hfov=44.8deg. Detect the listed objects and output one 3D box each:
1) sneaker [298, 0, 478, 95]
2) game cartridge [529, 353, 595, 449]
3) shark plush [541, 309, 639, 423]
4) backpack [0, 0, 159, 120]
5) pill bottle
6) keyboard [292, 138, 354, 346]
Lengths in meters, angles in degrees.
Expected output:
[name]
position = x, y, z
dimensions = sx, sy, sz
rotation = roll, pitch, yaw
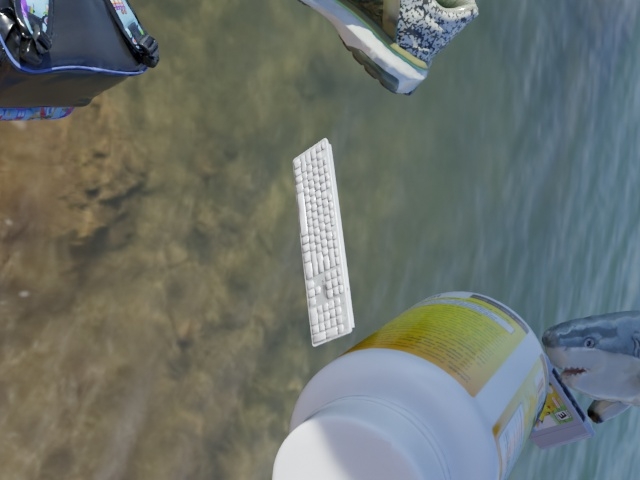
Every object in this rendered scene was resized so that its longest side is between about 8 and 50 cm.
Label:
[sneaker]
position = 0.049, -0.377, 0.993
dimensions = 0.410, 0.182, 0.158
rotation = 36, 36, -31
[game cartridge]
position = 0.186, 0.138, 0.655
dimensions = 0.083, 0.056, 0.017
rotation = 56, 40, -5
[shark plush]
position = 0.205, 0.045, 0.435
dimensions = 0.067, 0.161, 0.073
rotation = 62, -4, 7
[backpack]
position = -0.224, -0.186, 0.564
dimensions = 0.158, 0.117, 0.173
rotation = -24, 93, -63
[pill bottle]
position = 0.059, 0.107, 0.460
dimensions = 0.215, 0.117, 0.117
rotation = -18, 111, -62
[keyboard]
position = 0.000, 0.000, 0.968
dimensions = 0.014, 0.072, 0.256
rotation = 14, 61, -43
